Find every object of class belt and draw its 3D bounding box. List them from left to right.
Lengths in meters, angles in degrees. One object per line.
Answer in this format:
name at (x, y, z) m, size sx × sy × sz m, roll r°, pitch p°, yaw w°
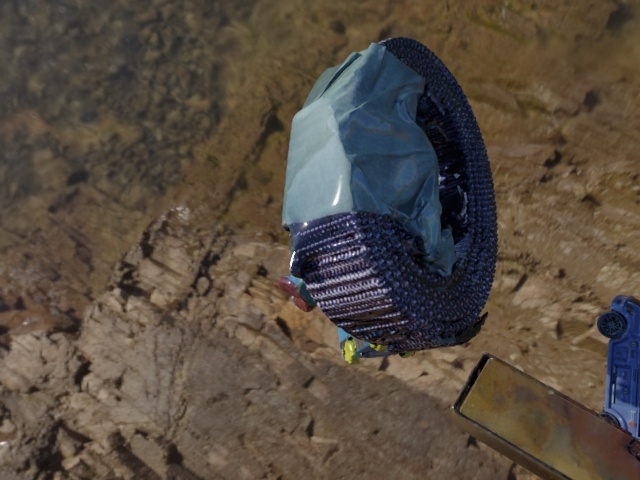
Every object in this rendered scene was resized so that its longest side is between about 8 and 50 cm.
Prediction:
belt at (0.082, -0.053, 0.703) m, size 0.122 × 0.260 × 0.325 m, roll -16°, pitch 62°, yaw 42°

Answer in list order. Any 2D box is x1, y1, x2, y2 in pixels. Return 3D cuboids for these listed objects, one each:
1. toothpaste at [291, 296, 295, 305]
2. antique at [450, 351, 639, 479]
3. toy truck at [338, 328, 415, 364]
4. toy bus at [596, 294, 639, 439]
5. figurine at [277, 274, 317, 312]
toothpaste at (-0.039, 0.104, 1.572) m, size 0.028 × 0.170 × 0.045 m, roll -1°, pitch 114°, yaw 13°
antique at (0.319, 0.263, 0.847) m, size 0.310 × 0.087 × 0.093 m, roll 28°, pitch 72°, yaw 25°
toy truck at (0.142, 0.163, 1.445) m, size 0.161 × 0.385 × 0.162 m, roll -3°, pitch 72°, yaw -14°
toy bus at (0.602, 0.254, 1.295) m, size 0.133 × 0.125 × 0.292 m, roll 5°, pitch 95°, yaw 34°
figurine at (0.007, 0.012, 1.145) m, size 0.127 × 0.234 × 0.185 m, roll 38°, pitch 99°, yaw -24°
